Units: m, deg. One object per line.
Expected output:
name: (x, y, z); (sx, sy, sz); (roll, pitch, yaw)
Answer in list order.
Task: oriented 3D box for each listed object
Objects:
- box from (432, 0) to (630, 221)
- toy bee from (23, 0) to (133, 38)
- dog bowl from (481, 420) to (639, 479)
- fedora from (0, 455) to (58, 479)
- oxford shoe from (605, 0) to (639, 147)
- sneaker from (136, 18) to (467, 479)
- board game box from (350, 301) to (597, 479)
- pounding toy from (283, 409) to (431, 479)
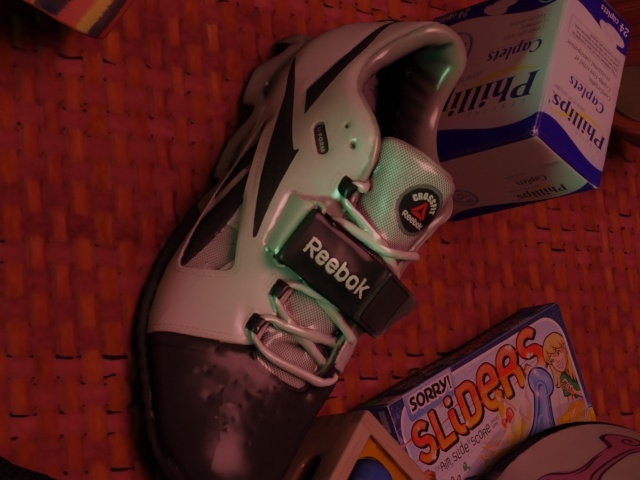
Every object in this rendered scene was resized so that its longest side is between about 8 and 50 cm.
box: (0.130, -0.096, 1.081); (0.072, 0.126, 0.137); (37, 56, -34)
toy bee: (-0.185, -0.160, 0.760); (0.298, 0.162, 0.195); (3, 122, -36)
dog bowl: (0.234, 0.322, 1.034); (0.408, 0.150, 0.408); (6, 82, -47)
fedora: (-0.169, 0.171, 0.660); (0.334, 0.334, 0.152); (-2, 39, -45)
oxford shoe: (0.222, -0.249, 1.240); (0.146, 0.140, 0.397); (39, 43, -70)
sneaker: (0.000, 0.000, 0.918); (0.122, 0.146, 0.331); (36, 58, -35)
board game box: (0.115, 0.138, 1.071); (0.201, 0.035, 0.136); (-26, 98, -45)
pounding toy: (0.023, 0.194, 0.919); (0.130, 0.100, 0.141); (49, 50, -24)
